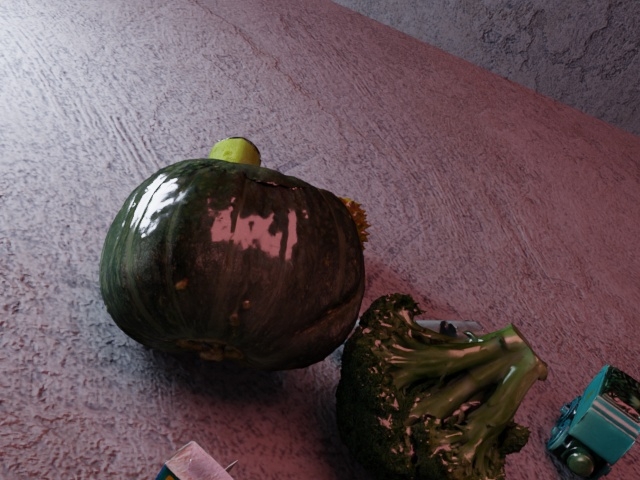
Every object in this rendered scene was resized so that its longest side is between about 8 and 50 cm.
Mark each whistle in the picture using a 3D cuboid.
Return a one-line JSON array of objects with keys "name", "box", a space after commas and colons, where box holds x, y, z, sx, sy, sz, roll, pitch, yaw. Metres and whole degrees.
[{"name": "whistle", "box": [0.140, 0.156, 1.324, 0.312, 0.062, 0.062, 5, 41, -39]}]

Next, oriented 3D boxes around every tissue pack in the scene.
[{"name": "tissue pack", "box": [-0.131, 0.271, 0.853, 0.085, 0.111, 0.079, 40, 30, 12]}]

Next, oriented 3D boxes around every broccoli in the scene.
[{"name": "broccoli", "box": [0.157, 0.202, 1.087, 0.308, 0.275, 0.308, 51, 13, -17]}]

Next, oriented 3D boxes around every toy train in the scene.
[{"name": "toy train", "box": [0.449, 0.290, 1.332, 0.107, 0.154, 0.198, 37, 31, 12]}]

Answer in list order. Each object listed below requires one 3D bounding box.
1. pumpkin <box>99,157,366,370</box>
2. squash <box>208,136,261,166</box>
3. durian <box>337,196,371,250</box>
[{"name": "pumpkin", "box": [-0.107, 0.034, 1.067, 0.327, 0.291, 0.258, 23, 68, -31]}, {"name": "squash", "box": [-0.155, -0.090, 1.376, 0.095, 0.095, 0.188, 26, 34, -12]}, {"name": "durian", "box": [0.001, 0.002, 1.394, 0.132, 0.165, 0.182, 8, -26, 50]}]
